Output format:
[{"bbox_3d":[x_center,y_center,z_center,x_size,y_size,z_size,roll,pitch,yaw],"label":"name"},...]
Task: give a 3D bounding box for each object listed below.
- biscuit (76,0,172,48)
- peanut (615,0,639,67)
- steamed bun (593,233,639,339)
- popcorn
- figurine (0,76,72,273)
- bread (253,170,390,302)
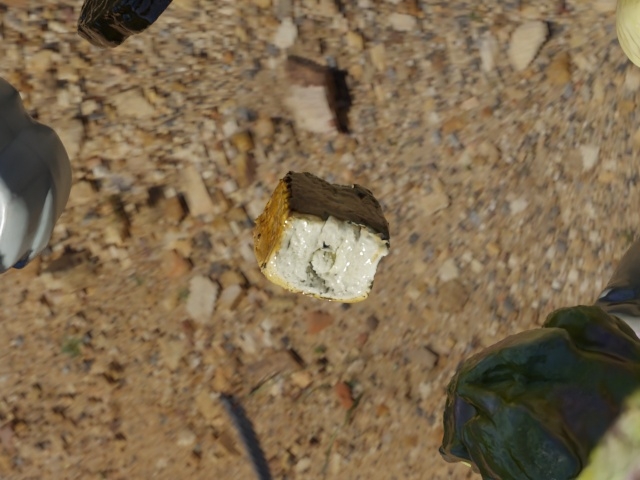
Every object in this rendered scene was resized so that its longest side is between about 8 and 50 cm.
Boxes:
[{"bbox_3d":[-0.128,-0.279,1.179,0.049,0.273,0.257,35,87,-18],"label":"biscuit"},{"bbox_3d":[0.326,-0.207,1.104,0.147,0.319,0.147,1,87,-11],"label":"peanut"},{"bbox_3d":[0.345,0.086,1.056,0.236,0.247,0.383,39,64,-21],"label":"steamed bun"},{"bbox_3d":[0.094,0.070,0.525,0.097,0.109,0.089,17,84,46],"label":"popcorn"},{"bbox_3d":[-0.294,-0.037,1.003,0.236,0.133,0.176,-25,115,37],"label":"figurine"},{"bbox_3d":[-0.001,0.002,0.942,0.083,0.070,0.076,16,118,-15],"label":"bread"}]
